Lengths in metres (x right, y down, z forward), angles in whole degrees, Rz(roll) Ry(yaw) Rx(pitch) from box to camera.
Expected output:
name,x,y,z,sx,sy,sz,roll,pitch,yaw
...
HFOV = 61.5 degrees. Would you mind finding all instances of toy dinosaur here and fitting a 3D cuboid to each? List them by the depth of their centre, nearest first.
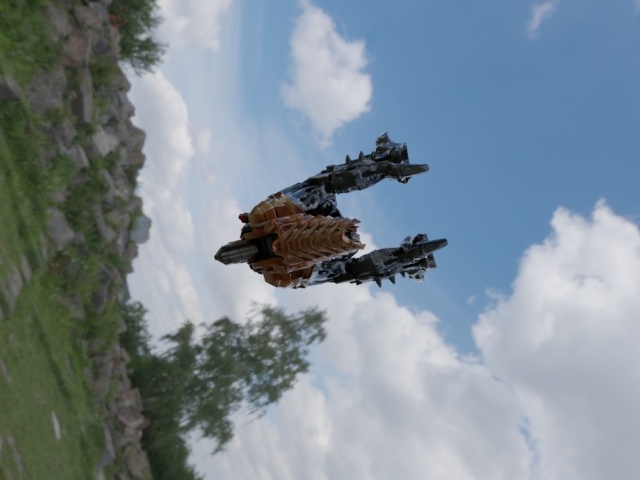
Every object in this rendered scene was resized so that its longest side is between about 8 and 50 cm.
name,x,y,z,sx,sy,sz,roll,pitch,yaw
toy dinosaur,0.000,0.000,0.552,0.322,0.219,0.164,-122,-160,-64
